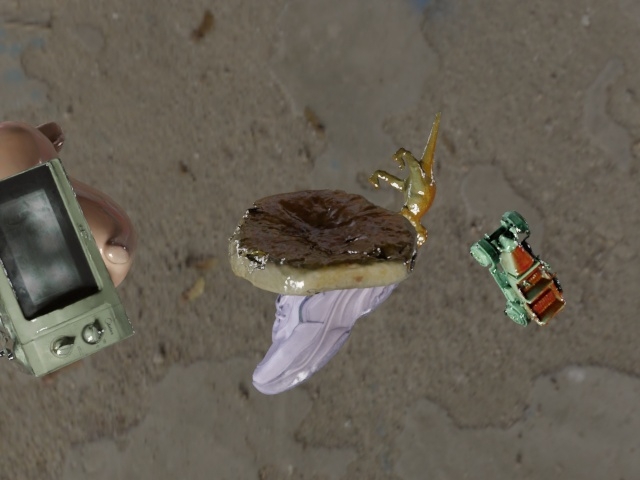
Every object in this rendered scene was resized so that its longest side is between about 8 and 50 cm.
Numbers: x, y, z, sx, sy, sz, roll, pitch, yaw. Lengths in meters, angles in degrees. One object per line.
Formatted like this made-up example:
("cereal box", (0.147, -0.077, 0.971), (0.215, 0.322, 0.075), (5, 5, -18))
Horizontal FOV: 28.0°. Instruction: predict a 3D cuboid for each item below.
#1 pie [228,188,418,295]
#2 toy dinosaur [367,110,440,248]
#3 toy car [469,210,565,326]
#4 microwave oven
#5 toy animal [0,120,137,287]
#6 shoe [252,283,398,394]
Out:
("pie", (0.000, 0.000, 1.300), (0.195, 0.046, 0.195), (2, 28, -1))
("toy dinosaur", (0.148, -0.081, 1.794), (0.162, 0.039, 0.126), (-42, 95, 2))
("toy car", (0.232, 0.036, 1.484), (0.073, 0.143, 0.054), (-40, 35, -10))
("microwave oven", (-0.307, 0.033, 1.368), (0.129, 0.163, 0.205), (-24, 95, -22))
("toy animal", (-0.433, -0.046, 1.975), (0.326, 0.269, 0.237), (39, 89, -31))
("shoe", (-0.014, 0.076, 1.597), (0.137, 0.095, 0.245), (43, 84, 4))
